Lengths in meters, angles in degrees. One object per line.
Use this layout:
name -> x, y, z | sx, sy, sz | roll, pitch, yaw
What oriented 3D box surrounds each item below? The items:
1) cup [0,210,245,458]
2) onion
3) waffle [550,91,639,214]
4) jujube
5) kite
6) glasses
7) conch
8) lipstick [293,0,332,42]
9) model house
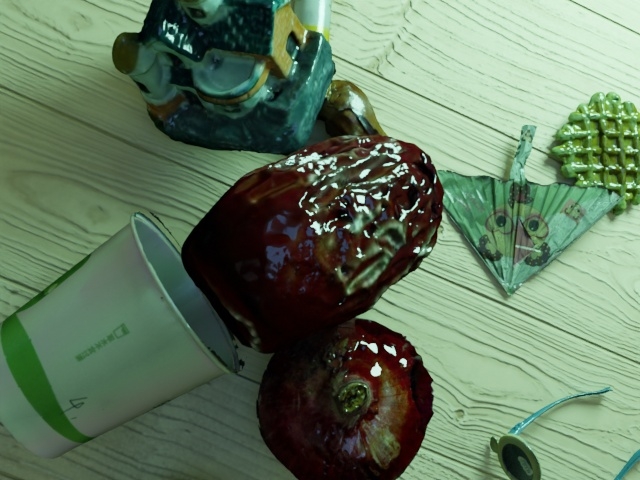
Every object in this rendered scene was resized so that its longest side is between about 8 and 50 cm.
cup -> -0.276, 0.134, 0.997 | 0.274, 0.253, 0.253 | -33, 92, 0
onion -> 0.036, 0.227, 1.039 | 0.252, 0.219, 0.252 | 2, 77, -7
waffle -> 0.463, -0.140, 1.214 | 0.183, 0.036, 0.169 | 40, 84, -4
jujube -> 0.000, 0.000, 1.015 | 0.377, 0.258, 0.258 | -21, 90, -27
kite -> 0.309, -0.048, 1.188 | 0.323, 0.013, 0.267 | 4, 91, -1
glasses -> 0.393, 0.328, 1.150 | 0.221, 0.088, 0.189 | -31, 91, -9
conch -> 0.050, -0.176, 1.129 | 0.233, 0.080, 0.086 | 44, 61, -1
lipstick -> -0.009, -0.385, 1.147 | 0.059, 0.059, 0.263 | 5, 86, -8
model house -> -0.144, -0.251, 0.980 | 0.253, 0.291, 0.184 | 15, 75, 18
